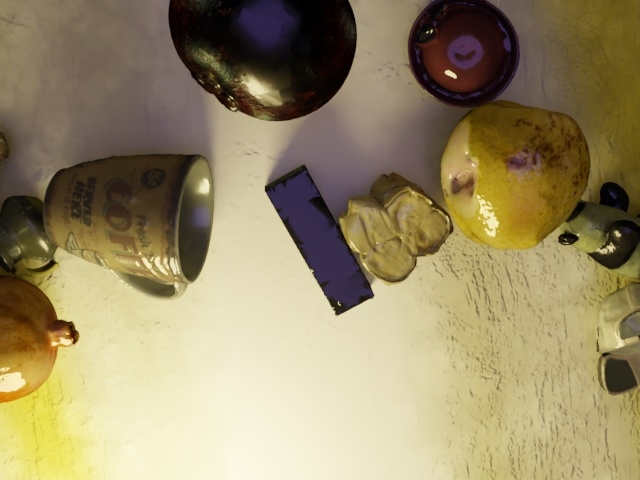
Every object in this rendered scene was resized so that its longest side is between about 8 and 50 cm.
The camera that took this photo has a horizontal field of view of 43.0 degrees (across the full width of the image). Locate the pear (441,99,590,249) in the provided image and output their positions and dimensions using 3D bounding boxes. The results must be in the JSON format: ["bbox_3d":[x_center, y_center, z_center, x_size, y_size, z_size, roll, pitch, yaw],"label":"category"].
[{"bbox_3d":[0.330,-0.113,1.403,0.271,0.271,0.271,0,101,-2],"label":"pear"}]

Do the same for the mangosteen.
[{"bbox_3d":[-0.084,-0.357,1.320,0.330,0.330,0.330,0,101,-2],"label":"mangosteen"}]

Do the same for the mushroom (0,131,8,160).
[{"bbox_3d":[-0.618,-0.099,1.453,0.092,0.081,0.223,17,98,13],"label":"mushroom"}]

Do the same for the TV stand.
[{"bbox_3d":[0.000,0.000,1.497,0.088,0.083,0.269,-29,101,2],"label":"TV stand"}]

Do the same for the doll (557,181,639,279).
[{"bbox_3d":[0.547,-0.009,1.488,0.234,0.143,0.135,24,128,-16],"label":"doll"}]

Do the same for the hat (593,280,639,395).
[{"bbox_3d":[0.630,0.186,1.525,0.232,0.161,0.275,-18,128,35],"label":"hat"}]

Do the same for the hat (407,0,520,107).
[{"bbox_3d":[0.257,-0.336,1.440,0.206,0.089,0.205,0,100,-2],"label":"hat"}]

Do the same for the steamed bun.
[{"bbox_3d":[0.124,-0.029,1.487,0.192,0.106,0.177,39,93,-17],"label":"steamed bun"}]

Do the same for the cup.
[{"bbox_3d":[-0.332,-0.019,1.439,0.257,0.227,0.301,6,130,9],"label":"cup"}]

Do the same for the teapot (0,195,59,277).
[{"bbox_3d":[-0.529,0.002,1.453,0.119,0.130,0.165,-37,134,-25],"label":"teapot"}]

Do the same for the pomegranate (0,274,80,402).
[{"bbox_3d":[-0.563,0.172,1.420,0.271,0.252,0.229,-1,83,4],"label":"pomegranate"}]
